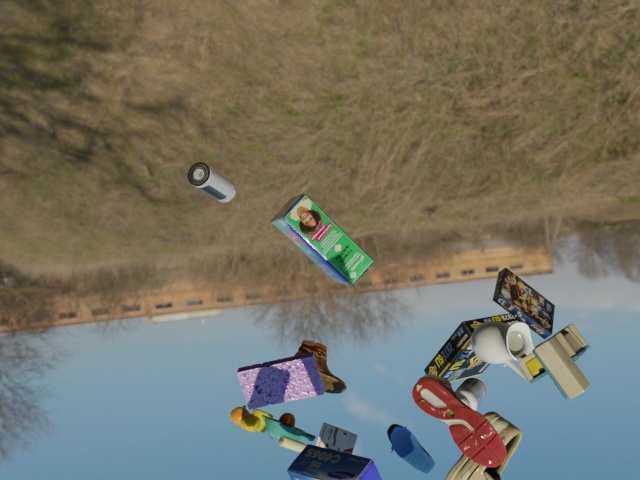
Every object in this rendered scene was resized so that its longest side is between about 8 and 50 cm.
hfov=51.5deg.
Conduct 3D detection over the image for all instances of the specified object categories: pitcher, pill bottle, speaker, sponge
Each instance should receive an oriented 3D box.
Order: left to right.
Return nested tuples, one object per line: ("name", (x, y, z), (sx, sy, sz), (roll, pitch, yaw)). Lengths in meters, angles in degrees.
("speaker", (-0.236, -0.126, 1.457), (0.055, 0.055, 0.136), (-5, 167, 16))
("sponge", (-0.104, 0.373, 1.758), (0.210, 0.117, 0.031), (-13, -164, 5))
("pill bottle", (0.464, 0.501, 2.094), (0.087, 0.087, 0.160), (-6, -172, 32))
("pitcher", (0.532, 0.318, 1.905), (0.125, 0.178, 0.207), (-22, -179, -19))

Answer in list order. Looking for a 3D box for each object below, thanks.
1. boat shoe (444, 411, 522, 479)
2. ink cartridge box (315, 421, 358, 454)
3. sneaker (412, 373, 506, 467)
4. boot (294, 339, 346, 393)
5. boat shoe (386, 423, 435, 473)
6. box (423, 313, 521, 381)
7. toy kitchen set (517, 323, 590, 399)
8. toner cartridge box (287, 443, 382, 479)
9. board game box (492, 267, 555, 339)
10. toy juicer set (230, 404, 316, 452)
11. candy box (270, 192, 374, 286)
("boat shoe", (0.371, 0.554, 1.545), (0.109, 0.302, 0.098), (24, -177, -41))
("ink cartridge box", (0.058, 0.727, 2.396), (0.135, 0.099, 0.056), (17, 169, 10))
("sneaker", (0.288, 0.348, 1.342), (0.087, 0.221, 0.128), (-45, 172, 15))
("boot", (0.007, 0.413, 2.196), (0.197, 0.073, 0.152), (27, -146, -4))
("boat shoe", (0.310, 0.753, 2.400), (0.109, 0.258, 0.089), (-39, -156, -12))
("box", (0.562, 0.403, 2.451), (0.257, 0.079, 0.322), (-3, 139, -30))
("toy kitchen set", (0.501, 0.288, 1.450), (0.166, 0.122, 0.207), (-44, 160, 32))
("toner cartridge box", (0.077, 0.556, 1.262), (0.165, 0.348, 0.075), (-4, -153, 42))
("board game box", (0.745, 0.227, 2.418), (0.042, 0.243, 0.165), (-49, -172, 40))
("toy juicer set", (-0.125, 0.542, 1.944), (0.329, 0.090, 0.209), (11, 163, 40))
("candy box", (0.000, 0.000, 2.187), (0.122, 0.317, 0.268), (-49, -172, -8))
